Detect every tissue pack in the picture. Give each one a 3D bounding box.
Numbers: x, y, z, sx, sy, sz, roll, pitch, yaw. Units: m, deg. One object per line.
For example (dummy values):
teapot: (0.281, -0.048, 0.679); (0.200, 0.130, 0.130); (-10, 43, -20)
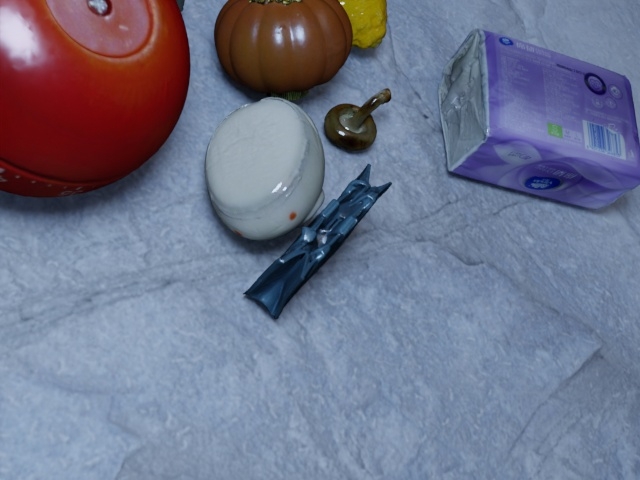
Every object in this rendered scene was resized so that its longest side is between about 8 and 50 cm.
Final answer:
tissue pack: (0.391, -0.213, 1.416); (0.338, 0.160, 0.242); (12, 61, -18)

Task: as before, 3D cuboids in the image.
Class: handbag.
handbag: (0.000, 0.000, 1.130); (0.062, 0.179, 0.229); (42, 55, 0)

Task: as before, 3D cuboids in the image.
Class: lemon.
lemon: (0.045, -0.412, 1.366); (0.142, 0.142, 0.187); (-32, 86, -32)

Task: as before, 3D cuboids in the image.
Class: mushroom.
mushroom: (0.070, -0.202, 1.312); (0.129, 0.073, 0.088); (-35, 66, 1)

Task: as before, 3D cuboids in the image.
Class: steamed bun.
steamed bun: (-0.075, -0.096, 1.158); (0.177, 0.131, 0.228); (-16, 53, 14)

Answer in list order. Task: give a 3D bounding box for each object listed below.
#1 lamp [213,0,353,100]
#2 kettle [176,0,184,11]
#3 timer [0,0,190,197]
lamp: (-0.059, -0.324, 1.243); (0.223, 0.197, 0.223); (-2, 35, 1)
kettle: (-0.287, -0.416, 1.245); (0.126, 0.098, 0.148); (-33, 80, -27)
timer: (-0.348, -0.246, 0.999); (0.378, 0.279, 0.378); (21, 59, -41)
